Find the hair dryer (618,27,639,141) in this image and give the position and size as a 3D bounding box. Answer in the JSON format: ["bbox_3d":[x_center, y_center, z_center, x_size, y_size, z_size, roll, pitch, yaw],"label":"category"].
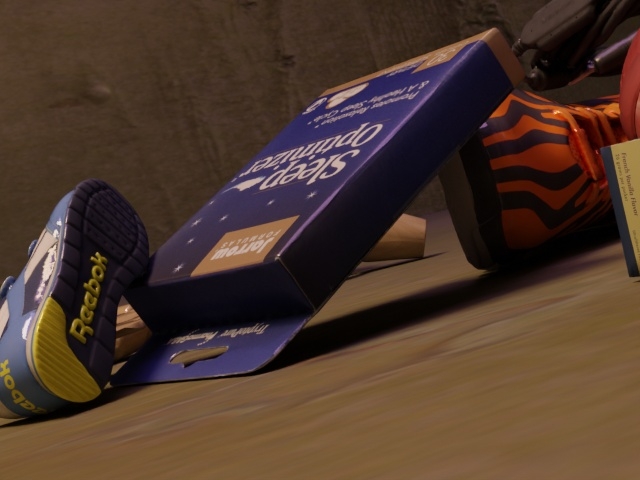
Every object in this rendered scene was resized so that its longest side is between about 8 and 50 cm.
[{"bbox_3d":[0.262,-0.075,0.638,0.223,0.080,0.293,-12,26,-27],"label":"hair dryer"}]

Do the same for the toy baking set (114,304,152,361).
[{"bbox_3d":[-0.132,0.063,0.771,0.196,0.030,0.256,-18,3,-33],"label":"toy baking set"}]

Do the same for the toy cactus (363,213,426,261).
[{"bbox_3d":[0.000,0.000,1.078,0.180,0.112,0.219,5,0,4],"label":"toy cactus"}]

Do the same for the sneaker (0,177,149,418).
[{"bbox_3d":[-0.122,0.025,0.581,0.059,0.053,0.144,-32,27,29],"label":"sneaker"}]

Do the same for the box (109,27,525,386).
[{"bbox_3d":[-0.009,-0.018,0.608,0.136,0.036,0.225,-12,30,51],"label":"box"}]

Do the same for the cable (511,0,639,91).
[{"bbox_3d":[0.225,-0.151,0.823,0.150,0.047,0.184,1,-27,-44],"label":"cable"}]

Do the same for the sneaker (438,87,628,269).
[{"bbox_3d":[0.179,-0.065,0.780,0.180,0.125,0.321,-14,1,20],"label":"sneaker"}]

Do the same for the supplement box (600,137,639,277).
[{"bbox_3d":[0.174,-0.024,0.492,0.083,0.056,0.083,-14,1,-29],"label":"supplement box"}]
